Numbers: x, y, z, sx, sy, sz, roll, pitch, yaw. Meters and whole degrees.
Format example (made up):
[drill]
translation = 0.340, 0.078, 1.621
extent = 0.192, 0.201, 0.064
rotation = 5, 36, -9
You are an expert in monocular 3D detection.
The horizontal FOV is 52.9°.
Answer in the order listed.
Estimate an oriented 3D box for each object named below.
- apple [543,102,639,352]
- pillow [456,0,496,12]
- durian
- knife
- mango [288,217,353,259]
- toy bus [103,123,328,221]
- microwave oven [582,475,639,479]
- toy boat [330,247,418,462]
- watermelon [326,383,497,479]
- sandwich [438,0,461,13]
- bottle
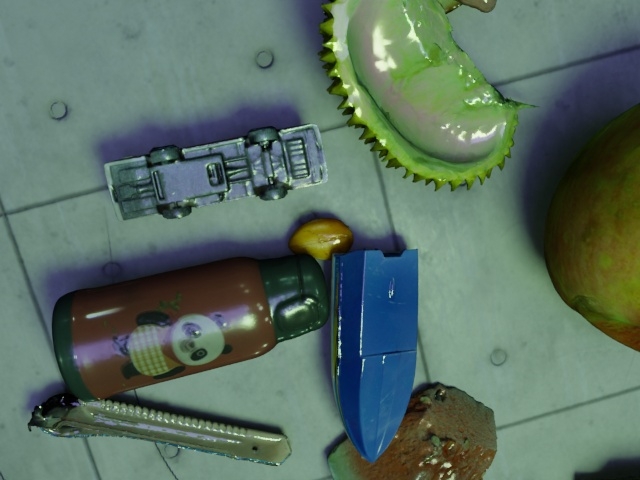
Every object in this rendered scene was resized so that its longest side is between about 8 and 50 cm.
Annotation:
[apple]
translation = 0.451, -0.014, 0.778
extent = 0.340, 0.339, 0.339
rotation = -1, 100, -5
[pillow]
translation = 0.120, -0.400, 0.730
extent = 0.223, 0.084, 0.236
rotation = 10, 99, -7
[durian]
translation = 0.116, -0.185, 0.769
extent = 0.169, 0.158, 0.352
rotation = -32, 128, 29
[knife]
translation = -0.217, 0.266, 0.907
extent = 0.365, 0.043, 0.089
rotation = 12, 132, -10
[mango]
translation = 0.000, 0.000, 0.875
extent = 0.089, 0.046, 0.060
rotation = -12, 101, -1
[toy bus]
translation = -0.128, -0.087, 0.818
extent = 0.268, 0.106, 0.092
rotation = -12, 101, -1
[microwave oven]
translation = 0.576, 0.487, 0.932
extent = 0.355, 0.218, 0.286
rotation = -3, 99, -5
[toy boat]
translation = 0.070, 0.157, 0.873
extent = 0.129, 0.088, 0.295
rotation = -1, 94, -30
[watermelon]
translation = 0.151, 0.324, 0.924
extent = 0.257, 0.140, 0.193
rotation = -45, 109, -5
[sandwich]
translation = 0.135, -0.392, 0.810
extent = 0.186, 0.065, 0.214
rotation = -31, 102, 1
[bottle]
translation = -0.156, 0.097, 0.832
extent = 0.336, 0.144, 0.144
rotation = -14, 101, -5
